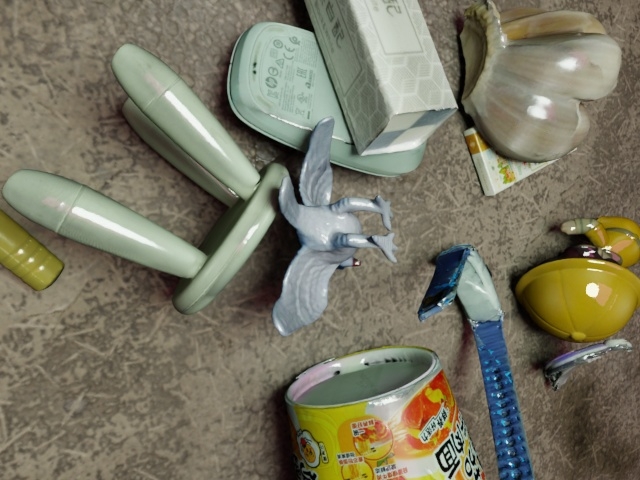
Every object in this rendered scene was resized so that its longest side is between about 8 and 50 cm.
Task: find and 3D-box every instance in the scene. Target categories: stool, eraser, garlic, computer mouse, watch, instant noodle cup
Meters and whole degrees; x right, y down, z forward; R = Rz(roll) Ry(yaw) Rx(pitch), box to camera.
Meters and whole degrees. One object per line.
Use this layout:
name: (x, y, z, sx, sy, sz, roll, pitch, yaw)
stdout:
stool: (-0.161, -0.053, 0.452, 0.198, 0.195, 0.195, 38, 77, -19)
eraser: (0.041, -0.309, 0.524, 0.098, 0.096, 0.404, -14, 80, -24)
garlic: (0.351, -0.259, 0.698, 0.291, 0.238, 0.210, 12, 131, -12)
computer mouse: (0.018, -0.176, 0.580, 0.288, 0.097, 0.160, 12, 73, -18)
watch: (0.234, 0.151, 0.615, 0.277, 0.068, 0.274, 65, 25, -7)
instant noodle cup: (0.077, 0.263, 0.550, 0.264, 0.264, 0.200, -14, 91, -23)

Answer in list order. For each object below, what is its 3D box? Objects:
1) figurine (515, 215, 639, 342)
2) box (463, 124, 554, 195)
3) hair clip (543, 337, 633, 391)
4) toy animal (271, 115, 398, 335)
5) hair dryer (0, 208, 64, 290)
figurine: (0.471, 0.062, 0.751, 0.257, 0.167, 0.192, -43, 121, -16)
box: (0.359, -0.177, 0.767, 0.220, 0.032, 0.122, -27, 100, -20)
hair clip: (0.451, 0.217, 0.756, 0.116, 0.172, 0.049, -18, 61, -13)
toy animal: (0.000, 0.000, 0.496, 0.255, 0.176, 0.239, 32, 57, -48)
hair dryer: (-0.369, -0.056, 0.414, 0.090, 0.135, 0.279, -44, 125, -16)
